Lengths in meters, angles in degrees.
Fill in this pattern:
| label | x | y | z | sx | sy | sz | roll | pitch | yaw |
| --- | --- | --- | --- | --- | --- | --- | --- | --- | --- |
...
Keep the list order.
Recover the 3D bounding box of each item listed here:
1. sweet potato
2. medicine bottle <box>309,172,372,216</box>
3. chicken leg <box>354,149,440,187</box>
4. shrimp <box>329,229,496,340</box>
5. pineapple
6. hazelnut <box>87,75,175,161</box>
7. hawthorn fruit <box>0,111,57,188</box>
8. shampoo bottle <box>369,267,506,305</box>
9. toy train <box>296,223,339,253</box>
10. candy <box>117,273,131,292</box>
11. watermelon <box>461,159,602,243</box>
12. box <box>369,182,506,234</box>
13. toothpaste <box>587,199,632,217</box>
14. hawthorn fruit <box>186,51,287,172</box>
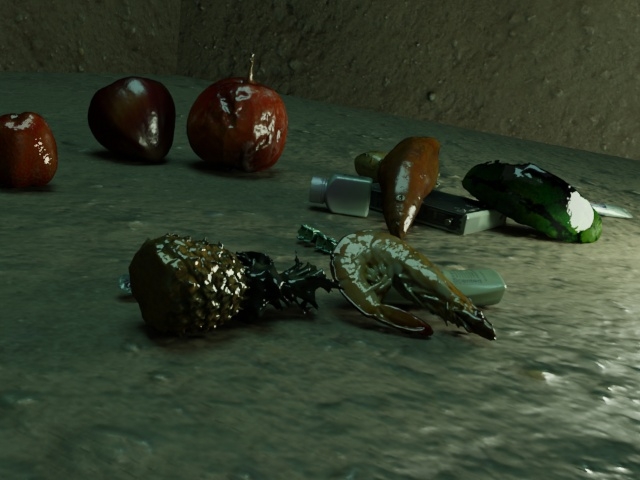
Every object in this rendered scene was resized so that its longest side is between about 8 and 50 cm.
| label | x | y | z | sx | sy | sz | roll | pitch | yaw |
| --- | --- | --- | --- | --- | --- | --- | --- | --- | --- |
| sweet potato | 0.167 | -0.124 | 1.525 | 0.112 | 0.112 | 0.359 | 12 | 35 | 18 |
| medicine bottle | 0.040 | -0.092 | 1.551 | 0.118 | 0.074 | 0.055 | 7 | 16 | 4 |
| chicken leg | 0.186 | -0.161 | 1.854 | 0.228 | 0.088 | 0.103 | 12 | 2 | 28 |
| shrimp | 0.112 | 0.067 | 0.996 | 0.236 | 0.053 | 0.133 | 36 | 41 | 18 |
| pineapple | -0.095 | 0.048 | 0.927 | 0.251 | 0.125 | 0.125 | 1 | 15 | -41 |
| hazelnut | -0.419 | -0.265 | 1.812 | 0.208 | 0.208 | 0.208 | 7 | 15 | -2 |
| hawthorn fruit | -0.542 | -0.165 | 1.427 | 0.133 | 0.137 | 0.133 | 6 | 18 | -2 |
| shampoo bottle | 0.146 | 0.062 | 1.086 | 0.213 | 0.049 | 0.072 | 2 | 29 | -17 |
| toy train | 0.000 | 0.000 | 1.291 | 0.092 | 0.029 | 0.045 | 26 | 8 | 40 |
| candy | -0.187 | 0.042 | 1.021 | 0.045 | 0.043 | 0.175 | 22 | 24 | 37 |
| watermelon | 0.419 | -0.076 | 1.584 | 0.301 | 0.123 | 0.129 | 25 | -7 | 15 |
| box | 0.223 | -0.074 | 1.629 | 0.270 | 0.045 | 0.211 | 19 | 18 | 36 |
| toothpaste | 0.617 | -0.081 | 1.862 | 0.234 | 0.038 | 0.060 | 9 | 19 | -6 |
| hawthorn fruit | -0.178 | -0.294 | 1.820 | 0.242 | 0.271 | 0.242 | 15 | 10 | -3 |
